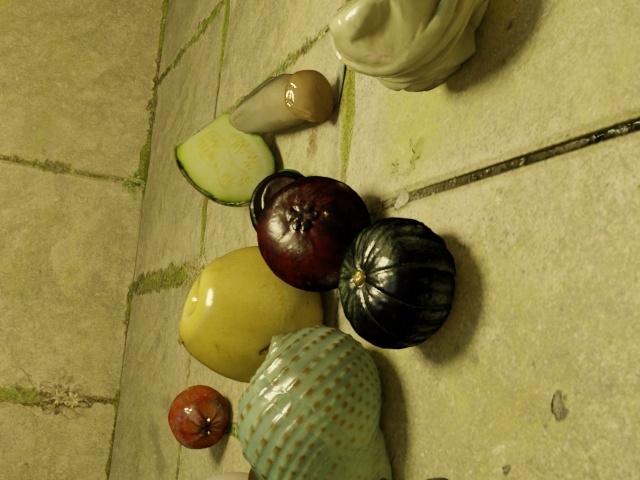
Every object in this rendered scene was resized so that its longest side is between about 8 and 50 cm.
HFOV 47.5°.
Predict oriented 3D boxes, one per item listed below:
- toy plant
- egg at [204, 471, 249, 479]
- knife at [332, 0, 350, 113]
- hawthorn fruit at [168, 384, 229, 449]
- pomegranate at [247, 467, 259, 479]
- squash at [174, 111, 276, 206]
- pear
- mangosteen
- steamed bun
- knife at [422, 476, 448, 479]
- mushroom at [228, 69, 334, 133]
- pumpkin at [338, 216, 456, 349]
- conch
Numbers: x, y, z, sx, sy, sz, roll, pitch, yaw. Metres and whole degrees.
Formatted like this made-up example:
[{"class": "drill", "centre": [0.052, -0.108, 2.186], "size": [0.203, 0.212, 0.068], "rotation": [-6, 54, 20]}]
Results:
[{"class": "toy plant", "centre": [-0.074, -0.073, 1.670], "size": [0.235, 0.176, 0.217], "rotation": [100, 169, -81]}, {"class": "egg", "centre": [-0.142, 0.572, 1.531], "size": [0.271, 0.162, 0.206], "rotation": [60, 173, -24]}, {"class": "knife", "centre": [0.053, -0.442, 1.692], "size": [0.047, 0.017, 0.297], "rotation": [10, 94, 64]}, {"class": "hawthorn fruit", "centre": [-0.338, 0.481, 1.998], "size": [0.173, 0.173, 0.172], "rotation": [-32, 53, 57]}, {"class": "pomegranate", "centre": [-0.037, 0.478, 1.412], "size": [0.210, 0.180, 0.180], "rotation": [36, 121, 18]}, {"class": "squash", "centre": [-0.247, -0.202, 1.980], "size": [0.234, 0.210, 0.309], "rotation": [-35, 22, -7]}, {"class": "pear", "centre": [-0.150, 0.160, 1.589], "size": [0.309, 0.309, 0.309], "rotation": [-32, 53, 57]}, {"class": "mangosteen", "centre": [0.000, 0.000, 1.472], "size": [0.261, 0.236, 0.235], "rotation": [57, -153, -62]}, {"class": "steamed bun", "centre": [0.162, -0.353, 1.216], "size": [0.268, 0.207, 0.280], "rotation": [-35, 14, 4]}, {"class": "knife", "centre": [0.156, 0.406, 1.194], "size": [0.170, 0.010, 0.023], "rotation": [-40, 46, 51]}, {"class": "mushroom", "centre": [-0.094, -0.346, 1.824], "size": [0.407, 0.154, 0.137], "rotation": [8, 128, 60]}, {"class": "pumpkin", "centre": [0.125, 0.069, 1.205], "size": [0.220, 0.162, 0.220], "rotation": [-18, 69, 57]}, {"class": "conch", "centre": [-0.020, 0.305, 1.292], "size": [0.303, 0.215, 0.319], "rotation": [-38, 45, -5]}]
